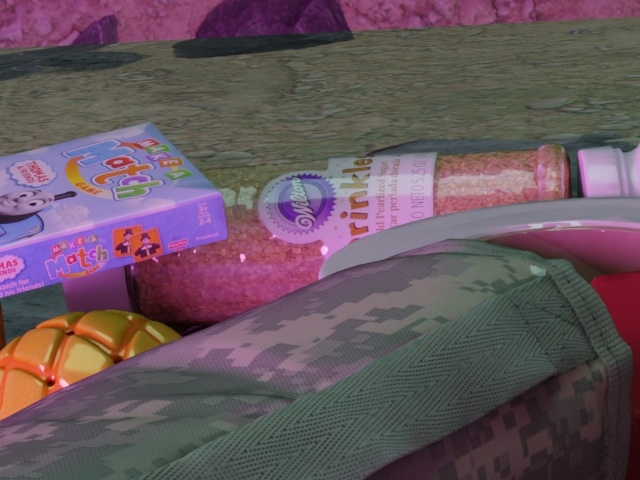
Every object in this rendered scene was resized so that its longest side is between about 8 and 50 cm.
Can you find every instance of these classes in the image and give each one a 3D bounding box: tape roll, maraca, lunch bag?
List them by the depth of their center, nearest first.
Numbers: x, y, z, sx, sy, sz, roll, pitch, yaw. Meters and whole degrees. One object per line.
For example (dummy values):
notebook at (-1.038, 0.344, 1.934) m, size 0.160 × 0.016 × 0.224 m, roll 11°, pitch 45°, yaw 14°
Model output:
lunch bag at (-0.060, 0.125, 0.533) m, size 0.235 × 0.169 × 0.287 m, roll -21°, pitch -17°, yaw -43°
maraca at (-0.148, 0.097, 1.076) m, size 0.185 × 0.099 × 0.127 m, roll -17°, pitch 24°, yaw -13°
tape roll at (0.142, 0.053, 1.135) m, size 0.286 × 0.100 × 0.286 m, roll -5°, pitch 13°, yaw 1°

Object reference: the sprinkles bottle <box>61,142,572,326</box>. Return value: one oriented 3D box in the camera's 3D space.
sprinkles bottle at (0.000, 0.000, 1.369) m, size 0.355 × 0.121 × 0.121 m, roll -3°, pitch 14°, yaw 9°

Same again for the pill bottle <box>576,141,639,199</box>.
pill bottle at (0.308, -0.027, 1.302) m, size 0.264 × 0.146 × 0.146 m, roll -5°, pitch 13°, yaw 2°

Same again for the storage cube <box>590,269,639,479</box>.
storage cube at (0.165, 0.116, 0.641) m, size 0.193 × 0.215 × 0.183 m, roll -6°, pitch 12°, yaw 30°

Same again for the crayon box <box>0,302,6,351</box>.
crayon box at (-0.336, 0.094, 1.202) m, size 0.318 × 0.081 × 0.202 m, roll 1°, pitch 14°, yaw 23°

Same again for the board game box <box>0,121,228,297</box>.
board game box at (-0.185, -0.016, 1.262) m, size 0.211 × 0.039 × 0.160 m, roll -14°, pitch 24°, yaw -17°
